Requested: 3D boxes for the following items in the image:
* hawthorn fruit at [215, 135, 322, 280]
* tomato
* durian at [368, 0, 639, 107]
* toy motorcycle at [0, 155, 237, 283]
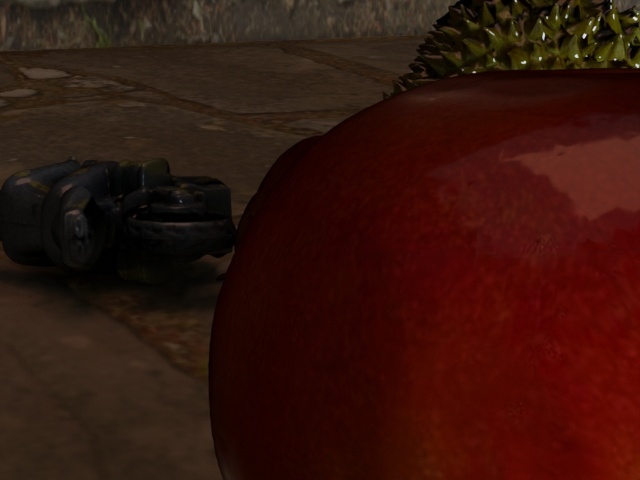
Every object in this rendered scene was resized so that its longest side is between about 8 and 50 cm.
[{"bbox_3d":[0.000,0.000,0.759,0.081,0.081,0.093,10,44,46],"label":"hawthorn fruit"},{"bbox_3d":[0.068,0.026,0.414,0.195,0.136,0.195,-2,10,0],"label":"tomato"},{"bbox_3d":[0.108,-0.084,1.002,0.237,0.137,0.193,3,11,25],"label":"durian"},{"bbox_3d":[-0.108,-0.012,0.851,0.124,0.061,0.193,-2,8,-9],"label":"toy motorcycle"}]
